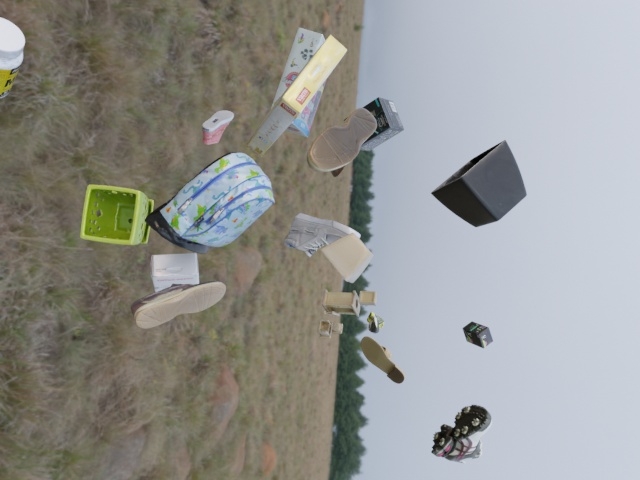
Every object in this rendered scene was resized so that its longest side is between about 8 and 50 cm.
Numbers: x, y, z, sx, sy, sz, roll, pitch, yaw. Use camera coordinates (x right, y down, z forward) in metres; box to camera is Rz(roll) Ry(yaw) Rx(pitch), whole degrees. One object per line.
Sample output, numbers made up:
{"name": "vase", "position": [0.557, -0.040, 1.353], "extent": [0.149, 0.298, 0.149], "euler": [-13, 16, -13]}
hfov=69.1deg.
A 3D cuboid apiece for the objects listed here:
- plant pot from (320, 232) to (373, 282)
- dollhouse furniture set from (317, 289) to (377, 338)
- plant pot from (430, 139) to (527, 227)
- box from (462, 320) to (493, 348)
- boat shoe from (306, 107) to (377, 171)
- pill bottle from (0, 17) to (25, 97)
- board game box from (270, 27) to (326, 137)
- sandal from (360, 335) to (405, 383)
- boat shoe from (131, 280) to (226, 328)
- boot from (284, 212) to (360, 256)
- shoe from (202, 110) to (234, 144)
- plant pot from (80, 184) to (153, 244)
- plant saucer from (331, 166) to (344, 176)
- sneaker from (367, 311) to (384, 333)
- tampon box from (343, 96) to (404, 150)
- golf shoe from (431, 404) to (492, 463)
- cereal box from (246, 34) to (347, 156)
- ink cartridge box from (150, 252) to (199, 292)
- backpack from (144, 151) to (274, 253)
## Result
{"name": "plant pot", "position": [0.081, 0.041, 1.249], "extent": [0.109, 0.096, 0.109], "euler": [51, 5, 15]}
{"name": "dollhouse furniture set", "position": [0.100, 0.263, 1.575], "extent": [0.101, 0.182, 0.160], "euler": [63, 33, -54]}
{"name": "plant pot", "position": [0.470, -0.147, 1.338], "extent": [0.167, 0.188, 0.187], "euler": [51, -14, -2]}
{"name": "box", "position": [0.556, 0.333, 1.642], "extent": [0.083, 0.052, 0.062], "euler": [15, -49, 63]}
{"name": "boat shoe", "position": [0.050, -0.265, 1.289], "extent": [0.098, 0.109, 0.302], "euler": [-34, -168, 49]}
{"name": "pill bottle", "position": [-0.846, -0.469, 1.201], "extent": [0.209, 0.119, 0.119], "euler": [-26, -134, 42]}
{"name": "board game box", "position": [-0.061, -0.537, 1.615], "extent": [0.224, 0.098, 0.303], "euler": [-3, 113, -79]}
{"name": "sandal", "position": [0.269, 0.497, 1.967], "extent": [0.088, 0.240, 0.079], "euler": [-49, 166, 20]}
{"name": "boat shoe", "position": [-0.428, 0.173, 1.406], "extent": [0.092, 0.285, 0.102], "euler": [40, -43, 36]}
{"name": "boot", "position": [0.000, 0.000, 1.459], "extent": [0.095, 0.258, 0.123], "euler": [37, 74, -47]}
{"name": "shoe", "position": [-0.401, -0.439, 1.808], "extent": [0.178, 0.064, 0.081], "euler": [-55, 168, -46]}
{"name": "plant pot", "position": [-0.832, -0.097, 1.944], "extent": [0.207, 0.227, 0.228], "euler": [55, 43, -85]}
{"name": "plant saucer", "position": [0.089, -0.388, 2.127], "extent": [0.198, 0.036, 0.198], "euler": [-55, -158, 34]}
{"name": "sneaker", "position": [0.126, 0.183, 1.031], "extent": [0.083, 0.035, 0.031], "euler": [-88, -160, -74]}
{"name": "tampon box", "position": [0.187, -0.407, 1.638], "extent": [0.101, 0.161, 0.120], "euler": [-8, 76, -51]}
{"name": "golf shoe", "position": [0.450, 0.590, 1.407], "extent": [0.105, 0.120, 0.272], "euler": [-60, 179, -46]}
{"name": "cereal box", "position": [-0.055, -0.276, 0.918], "extent": [0.173, 0.047, 0.240], "euler": [-58, -164, -20]}
{"name": "ink cartridge box", "position": [-0.526, 0.135, 1.697], "extent": [0.218, 0.159, 0.092], "euler": [115, -31, -59]}
{"name": "backpack", "position": [-0.324, -0.118, 1.494], "extent": [0.355, 0.273, 0.290], "euler": [-54, 163, 0]}
